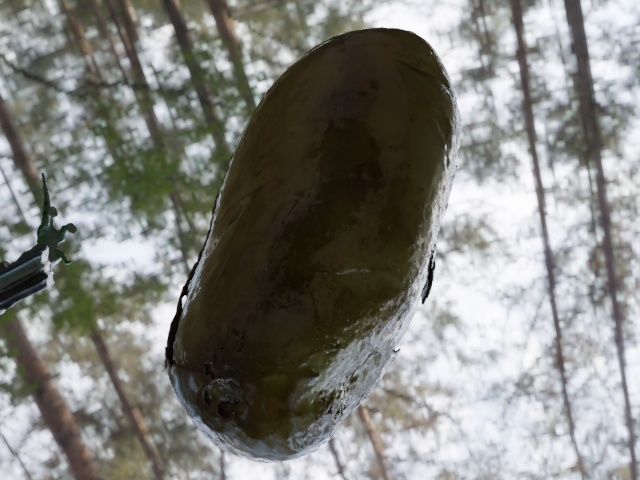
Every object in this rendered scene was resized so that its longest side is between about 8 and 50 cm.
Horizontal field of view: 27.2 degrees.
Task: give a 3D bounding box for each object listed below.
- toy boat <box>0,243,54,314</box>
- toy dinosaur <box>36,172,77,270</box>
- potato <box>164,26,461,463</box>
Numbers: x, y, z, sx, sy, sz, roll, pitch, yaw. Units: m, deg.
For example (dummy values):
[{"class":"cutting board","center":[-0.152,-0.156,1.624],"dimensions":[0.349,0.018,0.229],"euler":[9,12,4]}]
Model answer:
[{"class":"toy boat","center":[-0.255,0.032,0.914],"dimensions":[0.140,0.066,0.059],"euler":[-26,-176,-3]},{"class":"toy dinosaur","center":[-0.216,-0.004,1.039],"dimensions":[0.021,0.062,0.083],"euler":[1,-121,-40]},{"class":"potato","center":[0.000,0.000,0.472],"dimensions":[0.107,0.080,0.171],"euler":[-25,-138,46]}]
